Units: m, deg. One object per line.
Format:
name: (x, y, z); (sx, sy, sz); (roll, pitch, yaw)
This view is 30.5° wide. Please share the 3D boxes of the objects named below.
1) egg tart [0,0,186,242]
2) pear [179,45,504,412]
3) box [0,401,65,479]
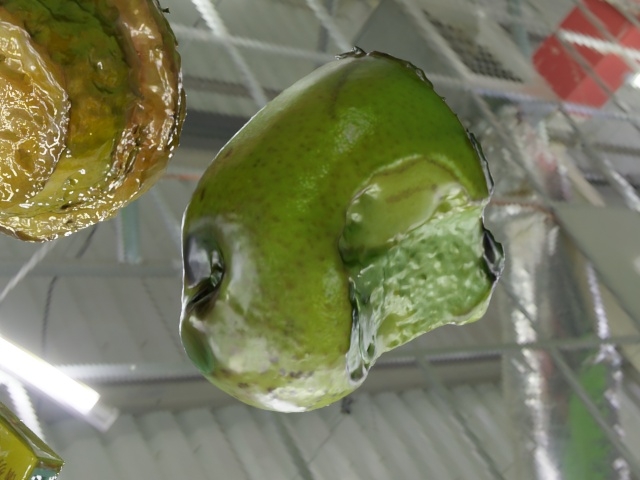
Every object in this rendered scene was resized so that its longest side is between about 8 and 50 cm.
egg tart: (-0.247, -0.117, 0.890); (0.288, 0.288, 0.118); (38, -154, -3)
pear: (0.000, 0.000, 0.927); (0.255, 0.238, 0.164); (-29, -150, -31)
box: (-0.336, 0.272, 1.016); (0.153, 0.279, 0.041); (30, -178, 39)
